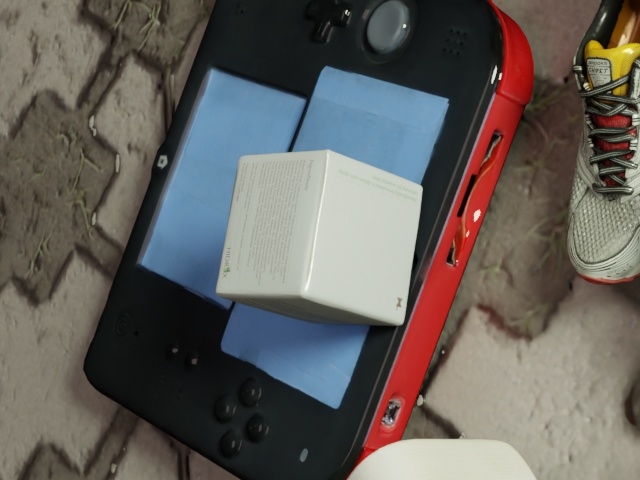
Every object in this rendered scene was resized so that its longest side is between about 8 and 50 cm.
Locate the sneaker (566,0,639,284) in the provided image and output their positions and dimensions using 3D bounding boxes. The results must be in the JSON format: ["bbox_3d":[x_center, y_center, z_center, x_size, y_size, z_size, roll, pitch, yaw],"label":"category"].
[{"bbox_3d":[0.190,-0.083,1.096,0.088,0.093,0.225,5,81,43],"label":"sneaker"}]

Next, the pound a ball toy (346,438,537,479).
[{"bbox_3d":[0.085,0.303,1.015,0.208,0.136,0.319,-61,41,35],"label":"pound a ball toy"}]

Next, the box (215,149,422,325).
[{"bbox_3d":[0.000,0.000,1.161,0.087,0.101,0.102,0,77,44],"label":"box"}]

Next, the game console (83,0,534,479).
[{"bbox_3d":[-0.024,-0.021,1.299,0.342,0.060,0.386,22,92,44],"label":"game console"}]
